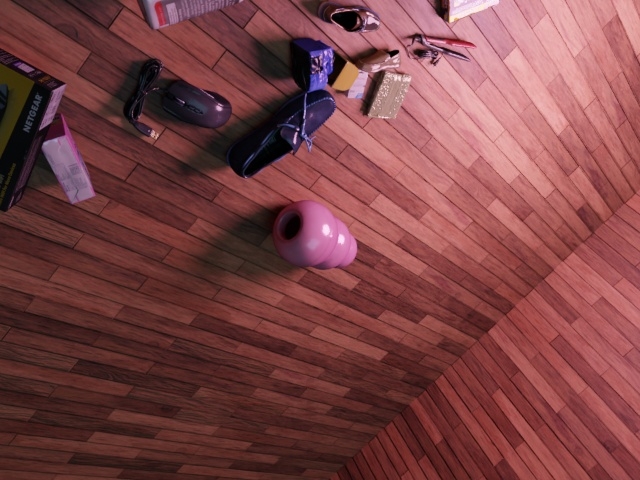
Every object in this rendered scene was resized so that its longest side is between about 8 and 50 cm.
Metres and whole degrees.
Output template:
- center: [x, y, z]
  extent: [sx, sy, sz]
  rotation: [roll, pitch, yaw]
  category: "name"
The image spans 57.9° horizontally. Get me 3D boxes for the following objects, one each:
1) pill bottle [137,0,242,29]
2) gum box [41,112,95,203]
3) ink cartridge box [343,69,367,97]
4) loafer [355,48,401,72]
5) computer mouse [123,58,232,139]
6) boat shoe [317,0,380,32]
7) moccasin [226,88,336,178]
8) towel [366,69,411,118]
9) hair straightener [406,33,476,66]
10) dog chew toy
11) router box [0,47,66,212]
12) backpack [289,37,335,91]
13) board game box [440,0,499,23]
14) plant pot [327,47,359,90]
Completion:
- center: [-0.250, -0.561, 1.207]
  extent: [0.283, 0.161, 0.161]
  rotation: [-23, 136, -12]
  category: "pill bottle"
- center: [-0.599, -0.187, 1.367]
  extent: [0.062, 0.107, 0.189]
  rotation: [-21, 135, -13]
  category: "gum box"
- center: [0.099, -0.443, 1.618]
  extent: [0.048, 0.028, 0.083]
  rotation: [-6, 130, -27]
  category: "ink cartridge box"
- center: [0.160, -0.498, 1.591]
  extent: [0.147, 0.056, 0.050]
  rotation: [-19, 135, -30]
  category: "loafer"
- center: [-0.351, -0.312, 1.441]
  extent: [0.262, 0.060, 0.184]
  rotation: [23, 113, -42]
  category: "computer mouse"
- center: [0.083, -0.559, 1.477]
  extent: [0.183, 0.066, 0.066]
  rotation: [-3, 129, -29]
  category: "boat shoe"
- center: [-0.090, -0.276, 1.587]
  extent: [0.342, 0.117, 0.138]
  rotation: [-38, 137, 4]
  category: "moccasin"
- center: [0.199, -0.425, 1.696]
  extent: [0.109, 0.027, 0.148]
  rotation: [-1, 129, -29]
  category: "towel"
- center: [0.341, -0.537, 1.665]
  extent: [0.230, 0.047, 0.089]
  rotation: [-4, 129, -28]
  category: "hair straightener"
- center: [0.000, 0.000, 1.840]
  extent: [0.207, 0.207, 0.331]
  rotation: [-47, 144, 14]
  category: "dog chew toy"
- center: [-0.705, -0.247, 1.197]
  extent: [0.242, 0.081, 0.309]
  rotation: [27, 113, -13]
  category: "router box"
- center: [-0.018, -0.448, 1.493]
  extent: [0.101, 0.098, 0.120]
  rotation: [-17, 134, -23]
  category: "backpack"
- center: [0.408, -0.690, 1.571]
  extent: [0.170, 0.048, 0.141]
  rotation: [-24, 138, -11]
  category: "board game box"
- center: [0.055, -0.450, 1.551]
  extent: [0.083, 0.081, 0.081]
  rotation: [10, 122, -48]
  category: "plant pot"
